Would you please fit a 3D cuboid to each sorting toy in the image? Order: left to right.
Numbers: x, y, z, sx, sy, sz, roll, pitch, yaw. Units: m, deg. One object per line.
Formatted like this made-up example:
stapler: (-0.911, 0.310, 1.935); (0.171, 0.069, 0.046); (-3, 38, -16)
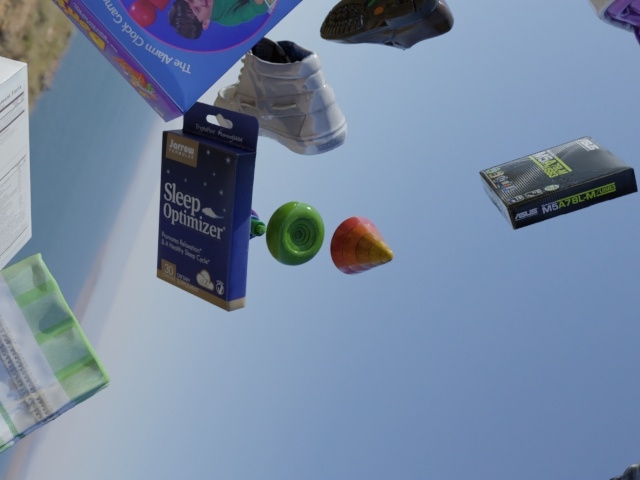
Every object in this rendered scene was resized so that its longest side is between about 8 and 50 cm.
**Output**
sorting toy: (0.000, 0.000, 1.692); (0.126, 0.366, 0.127); (18, -85, 56)

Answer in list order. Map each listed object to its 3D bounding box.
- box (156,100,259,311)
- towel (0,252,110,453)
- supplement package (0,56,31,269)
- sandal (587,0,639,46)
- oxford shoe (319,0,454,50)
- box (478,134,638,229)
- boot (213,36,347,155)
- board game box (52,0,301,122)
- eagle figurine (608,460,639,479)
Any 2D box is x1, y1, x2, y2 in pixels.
box: (-0.135, -0.044, 1.046); (0.136, 0.037, 0.225); (20, -69, 39)
towel: (-0.231, 0.090, 0.601); (0.152, 0.113, 0.023); (-31, -170, -25)
supplement package: (-0.486, -0.084, 1.080); (0.198, 0.199, 0.262); (-66, 170, -54)
sandal: (0.389, -0.214, 0.870); (0.169, 0.416, 0.102); (-28, -105, 47)
oxford shoe: (0.089, -0.299, 1.259); (0.227, 0.096, 0.082); (9, -109, 48)
box: (0.347, -0.089, 1.334); (0.190, 0.184, 0.045); (-97, 166, -69)
boot: (-0.063, -0.191, 1.083); (0.095, 0.123, 0.258); (-31, -148, -26)
board game box: (-0.187, -0.329, 0.910); (0.233, 0.347, 0.078); (-47, -163, -16)
eagle figurine: (0.281, 0.360, 0.865); (0.225, 0.226, 0.298); (-32, 164, -23)
